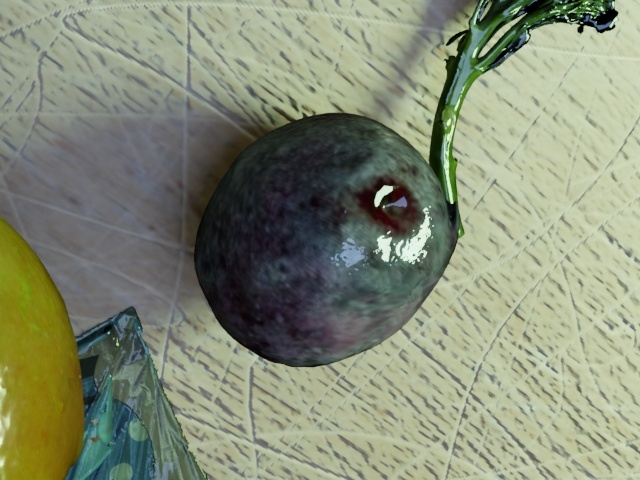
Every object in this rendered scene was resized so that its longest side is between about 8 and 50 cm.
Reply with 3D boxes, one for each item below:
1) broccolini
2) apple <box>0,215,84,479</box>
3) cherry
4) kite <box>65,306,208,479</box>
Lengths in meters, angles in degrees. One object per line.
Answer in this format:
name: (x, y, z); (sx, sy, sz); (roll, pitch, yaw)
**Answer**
broccolini: (0.153, -0.123, 1.473); (0.123, 0.062, 0.271); (16, 98, -11)
apple: (-0.337, 0.124, 1.211); (0.374, 0.374, 0.384); (5, 95, -23)
cherry: (0.004, -0.003, 1.382); (0.195, 0.195, 0.195); (-7, 112, -19)
kite: (-0.208, 0.220, 1.487); (0.406, 0.014, 0.368); (17, 102, -26)
